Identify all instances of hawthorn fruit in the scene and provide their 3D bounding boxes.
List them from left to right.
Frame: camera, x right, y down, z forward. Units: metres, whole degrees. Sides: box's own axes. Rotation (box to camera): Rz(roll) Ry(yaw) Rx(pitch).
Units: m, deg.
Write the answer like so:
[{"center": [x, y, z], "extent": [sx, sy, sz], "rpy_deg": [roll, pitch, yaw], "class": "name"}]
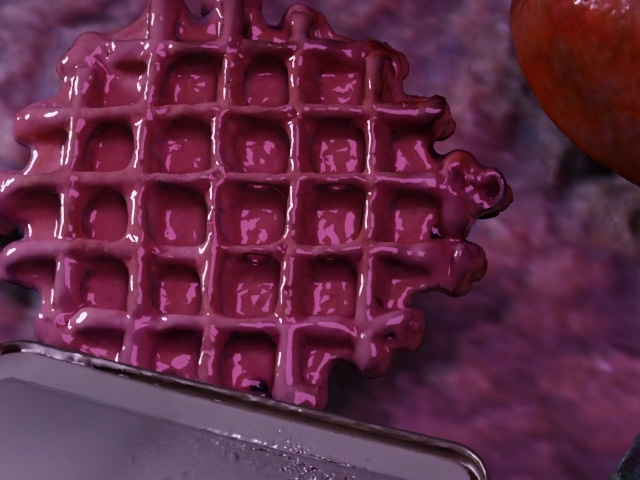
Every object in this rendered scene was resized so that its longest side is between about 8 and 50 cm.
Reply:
[{"center": [0.193, -0.125, 0.943], "extent": [0.262, 0.210, 0.210], "rpy_deg": [25, 51, 17], "class": "hawthorn fruit"}]

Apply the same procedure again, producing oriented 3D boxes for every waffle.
[{"center": [-0.044, -0.020, 0.871], "extent": [0.221, 0.055, 0.234], "rpy_deg": [-40, 65, -11], "class": "waffle"}]

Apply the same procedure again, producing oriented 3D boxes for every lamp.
[{"center": [-0.100, 0.152, 0.695], "extent": [0.266, 0.047, 0.269], "rpy_deg": [12, 45, 32], "class": "lamp"}]

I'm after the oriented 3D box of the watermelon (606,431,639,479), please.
[{"center": [0.188, 0.215, 0.712], "extent": [0.260, 0.256, 0.176], "rpy_deg": [38, 10, 27], "class": "watermelon"}]
